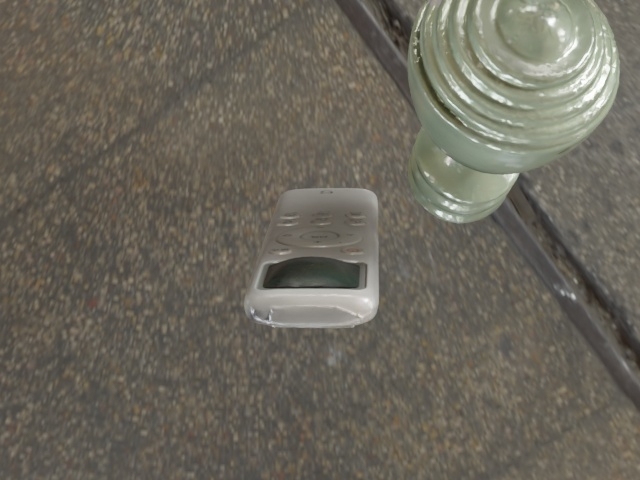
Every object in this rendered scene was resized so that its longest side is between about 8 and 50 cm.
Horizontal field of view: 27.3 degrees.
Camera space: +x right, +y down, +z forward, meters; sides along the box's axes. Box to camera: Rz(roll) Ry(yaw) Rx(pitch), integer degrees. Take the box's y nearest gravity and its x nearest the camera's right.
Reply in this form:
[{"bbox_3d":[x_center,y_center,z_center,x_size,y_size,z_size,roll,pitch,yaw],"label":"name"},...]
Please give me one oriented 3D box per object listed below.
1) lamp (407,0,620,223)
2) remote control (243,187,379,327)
[{"bbox_3d":[0.090,-0.069,0.694,0.106,0.193,0.106,2,67,-6],"label":"lamp"},{"bbox_3d":[0.000,0.000,0.759,0.067,0.261,0.029,-1,104,3],"label":"remote control"}]
